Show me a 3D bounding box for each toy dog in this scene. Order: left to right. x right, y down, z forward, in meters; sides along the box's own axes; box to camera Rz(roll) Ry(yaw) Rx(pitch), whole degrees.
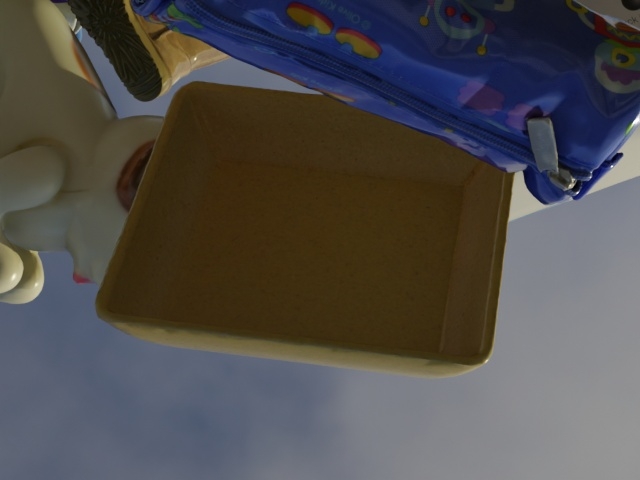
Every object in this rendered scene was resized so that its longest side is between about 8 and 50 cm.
[{"bbox_3d":[-0.292,-0.098,1.931,0.408,0.284,0.395,34,-107,9],"label":"toy dog"}]

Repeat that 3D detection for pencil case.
[{"bbox_3d":[0.046,-0.120,0.947,0.306,0.119,0.133,24,-139,-16],"label":"pencil case"}]

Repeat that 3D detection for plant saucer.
[{"bbox_3d":[0.000,0.000,1.509,0.333,0.081,0.333,6,-138,7],"label":"plant saucer"}]

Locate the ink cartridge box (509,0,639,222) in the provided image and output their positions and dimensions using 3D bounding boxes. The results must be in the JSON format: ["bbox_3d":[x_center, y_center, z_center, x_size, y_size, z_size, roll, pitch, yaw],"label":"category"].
[{"bbox_3d":[0.186,-0.236,1.778,0.285,0.166,0.395,-20,-110,-9],"label":"ink cartridge box"}]

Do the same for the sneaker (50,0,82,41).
[{"bbox_3d":[-0.409,-0.331,2.155,0.236,0.323,0.130,-2,-149,25],"label":"sneaker"}]

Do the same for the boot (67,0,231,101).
[{"bbox_3d":[-0.196,-0.317,2.156,0.269,0.089,0.236,-42,-69,-51],"label":"boot"}]
